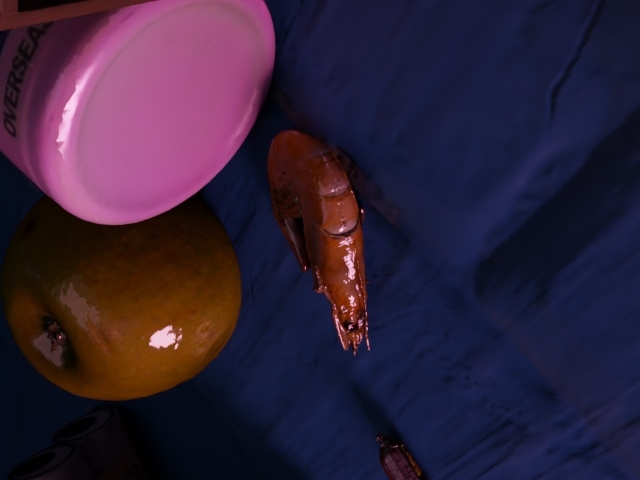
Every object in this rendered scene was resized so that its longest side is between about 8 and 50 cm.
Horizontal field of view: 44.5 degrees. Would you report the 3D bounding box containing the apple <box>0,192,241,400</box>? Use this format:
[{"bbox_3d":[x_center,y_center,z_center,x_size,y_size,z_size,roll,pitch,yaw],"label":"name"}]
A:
[{"bbox_3d":[-0.158,0.036,0.621,0.196,0.157,0.197,19,128,26],"label":"apple"}]

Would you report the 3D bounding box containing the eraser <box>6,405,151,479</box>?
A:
[{"bbox_3d":[-0.225,0.348,0.865,0.087,0.171,0.291,-14,104,23],"label":"eraser"}]

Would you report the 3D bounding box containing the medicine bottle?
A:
[{"bbox_3d":[-0.188,-0.159,0.519,0.290,0.178,0.178,39,135,22],"label":"medicine bottle"}]

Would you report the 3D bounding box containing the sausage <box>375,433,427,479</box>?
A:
[{"bbox_3d":[0.098,0.225,0.572,0.028,0.025,0.198,-37,85,33],"label":"sausage"}]

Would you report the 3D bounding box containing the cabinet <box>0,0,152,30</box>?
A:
[{"bbox_3d":[-0.148,-0.186,0.293,0.148,0.215,0.175,38,133,23],"label":"cabinet"}]

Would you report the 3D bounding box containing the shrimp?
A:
[{"bbox_3d":[-0.006,0.003,0.533,0.095,0.045,0.163,8,120,42],"label":"shrimp"}]
